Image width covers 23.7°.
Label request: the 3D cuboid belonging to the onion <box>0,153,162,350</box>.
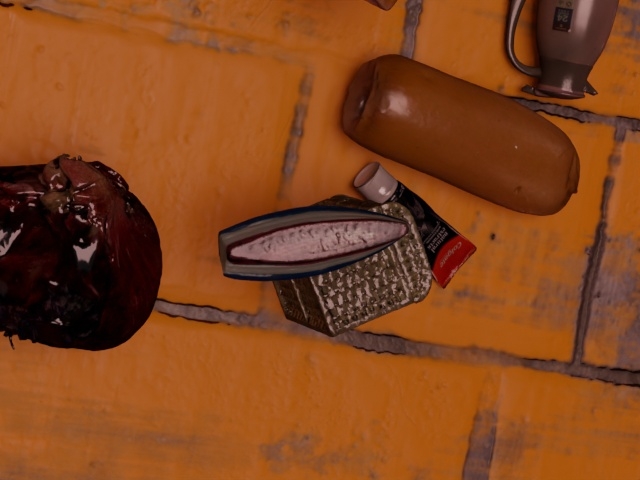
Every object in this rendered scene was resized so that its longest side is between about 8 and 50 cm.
[{"bbox_3d":[-0.317,0.016,1.719,0.281,0.281,0.221,16,57,-20],"label":"onion"}]

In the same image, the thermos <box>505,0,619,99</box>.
[{"bbox_3d":[0.309,-0.279,1.967,0.137,0.105,0.193,11,100,6],"label":"thermos"}]

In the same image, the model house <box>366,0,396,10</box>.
[{"bbox_3d":[0.008,-0.389,1.767,0.237,0.237,0.202,30,79,-18],"label":"model house"}]

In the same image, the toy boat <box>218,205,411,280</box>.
[{"bbox_3d":[0.000,0.000,1.709,0.229,0.046,0.080,-7,91,-15],"label":"toy boat"}]

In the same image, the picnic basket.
[{"bbox_3d":[0.031,0.021,1.844,0.154,0.196,0.134,-24,100,-14],"label":"picnic basket"}]

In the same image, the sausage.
[{"bbox_3d":[0.200,-0.126,1.933,0.354,0.116,0.134,19,80,-24],"label":"sausage"}]

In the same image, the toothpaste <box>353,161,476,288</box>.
[{"bbox_3d":[0.122,-0.025,1.952,0.071,0.045,0.193,-49,114,-8],"label":"toothpaste"}]
